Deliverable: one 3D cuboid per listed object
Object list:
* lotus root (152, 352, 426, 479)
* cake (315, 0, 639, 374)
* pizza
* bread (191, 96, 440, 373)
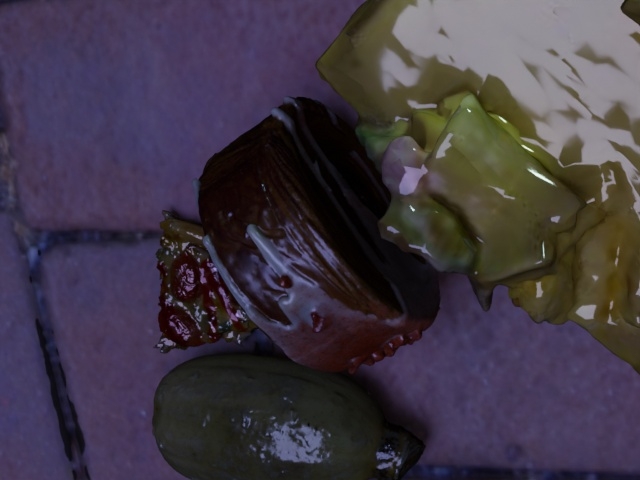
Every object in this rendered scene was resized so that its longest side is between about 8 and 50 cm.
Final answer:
[{"bbox_3d":[-0.025,0.122,0.946,0.183,0.077,0.090,9,110,23],"label":"lotus root"},{"bbox_3d":[0.150,-0.093,0.679,0.222,0.286,0.227,44,118,5],"label":"cake"},{"bbox_3d":[-0.066,0.037,0.964,0.099,0.029,0.100,11,111,19],"label":"pizza"},{"bbox_3d":[0.000,0.000,0.851,0.073,0.160,0.160,-33,92,21],"label":"bread"}]
